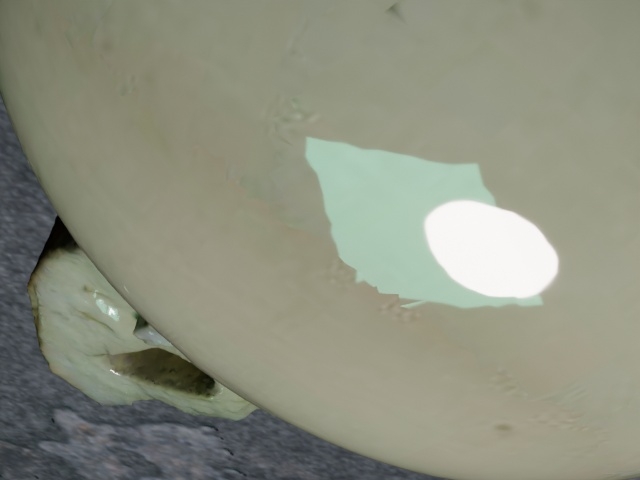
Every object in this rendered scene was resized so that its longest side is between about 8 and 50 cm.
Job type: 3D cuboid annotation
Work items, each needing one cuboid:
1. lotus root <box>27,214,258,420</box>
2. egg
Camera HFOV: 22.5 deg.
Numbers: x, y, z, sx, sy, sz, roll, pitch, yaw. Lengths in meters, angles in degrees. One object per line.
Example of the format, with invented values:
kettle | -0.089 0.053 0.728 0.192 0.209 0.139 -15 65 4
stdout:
lotus root | 0.000 0.000 0.616 0.234 0.119 0.138 3 146 22
egg | 0.038 -0.050 0.426 0.269 0.219 0.219 40 143 -10
